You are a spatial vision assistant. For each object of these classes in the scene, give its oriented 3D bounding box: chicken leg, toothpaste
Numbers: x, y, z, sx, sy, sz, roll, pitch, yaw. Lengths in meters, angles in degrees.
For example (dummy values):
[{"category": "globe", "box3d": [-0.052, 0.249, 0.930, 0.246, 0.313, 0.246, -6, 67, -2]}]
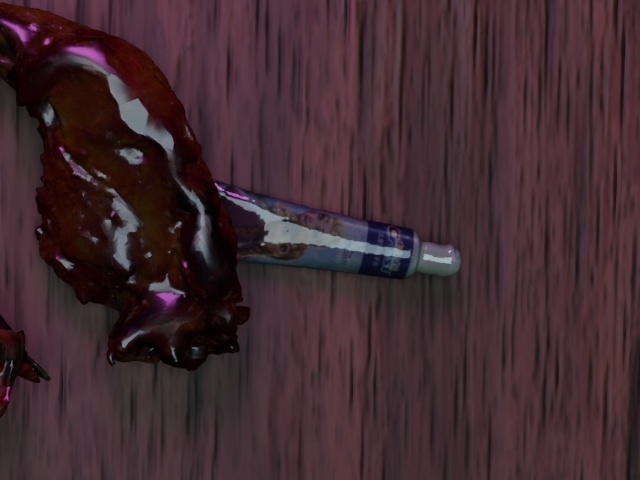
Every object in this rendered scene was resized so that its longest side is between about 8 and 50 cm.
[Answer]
[{"category": "chicken leg", "box3d": [-0.182, -0.081, 1.214, 0.158, 0.096, 0.407, -39, 99, 11]}, {"category": "toothpaste", "box3d": [0.000, 0.000, 1.284, 0.216, 0.037, 0.062, 10, 93, -7]}]

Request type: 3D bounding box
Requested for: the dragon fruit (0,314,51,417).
[{"category": "dragon fruit", "box3d": [-0.303, 0.092, 1.154, 0.192, 0.193, 0.274, 17, 89, 14]}]
